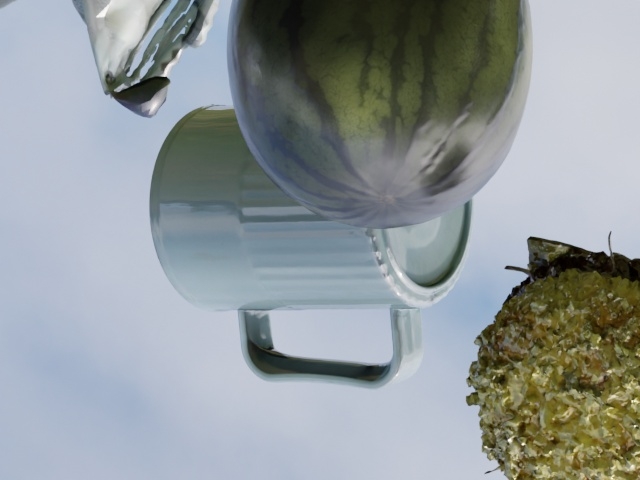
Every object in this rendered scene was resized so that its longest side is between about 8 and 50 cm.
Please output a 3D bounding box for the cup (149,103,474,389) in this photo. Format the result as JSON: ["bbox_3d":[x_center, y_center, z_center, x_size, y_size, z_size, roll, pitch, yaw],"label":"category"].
[{"bbox_3d":[-0.011,-0.011,1.479,0.311,0.331,0.257,-1,157,35],"label":"cup"}]

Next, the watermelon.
[{"bbox_3d":[0.054,-0.182,1.132,0.279,0.279,0.359,10,-126,-3],"label":"watermelon"}]

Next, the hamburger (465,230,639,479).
[{"bbox_3d":[0.230,0.117,1.008,0.243,0.262,0.138,15,-160,34],"label":"hamburger"}]

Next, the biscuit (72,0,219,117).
[{"bbox_3d":[-0.148,-0.213,0.617,0.309,0.186,0.079,35,-173,19],"label":"biscuit"}]

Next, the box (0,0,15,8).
[{"bbox_3d":[-0.237,-0.336,0.944,0.396,0.396,0.111,-38,-106,-26],"label":"box"}]
